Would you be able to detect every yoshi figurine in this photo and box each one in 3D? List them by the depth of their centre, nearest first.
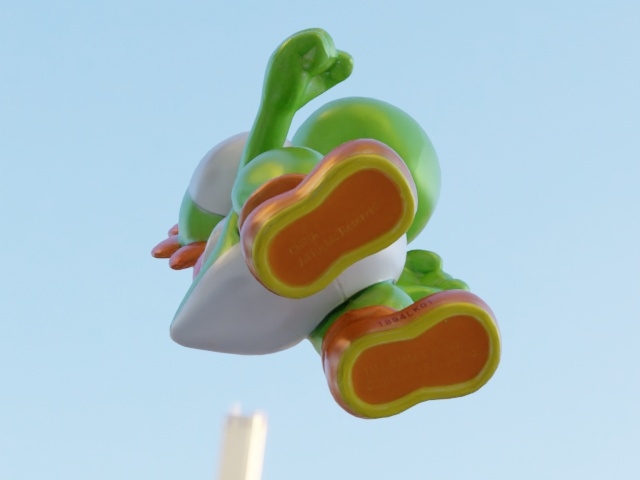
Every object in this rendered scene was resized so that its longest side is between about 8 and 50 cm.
[{"bbox_3d":[0.020,-0.020,1.250,0.203,0.204,0.362,16,7,-16],"label":"yoshi figurine"}]
